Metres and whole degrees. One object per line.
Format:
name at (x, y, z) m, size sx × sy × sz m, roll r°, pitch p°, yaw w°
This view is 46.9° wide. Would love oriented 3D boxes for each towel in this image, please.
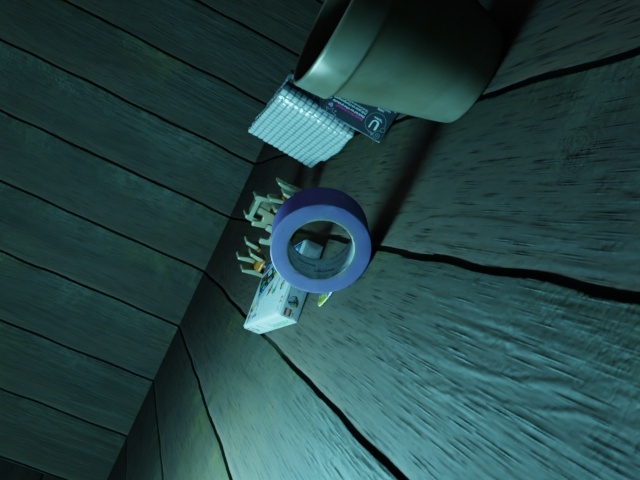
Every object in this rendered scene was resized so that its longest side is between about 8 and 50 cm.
towel at (0.018, 0.096, 1.533) m, size 0.083 × 0.009 × 0.060 m, roll -52°, pitch 18°, yaw 40°
towel at (-0.039, -0.328, 2.015) m, size 0.121 × 0.235 × 0.284 m, roll -66°, pitch 15°, yaw -21°

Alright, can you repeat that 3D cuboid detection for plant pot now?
plant pot at (0.149, -0.350, 1.271) m, size 0.323 × 0.280 × 0.323 m, roll -58°, pitch 15°, yaw 25°

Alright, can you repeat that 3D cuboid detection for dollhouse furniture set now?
dollhouse furniture set at (-0.129, -0.046, 2.148) m, size 0.262 × 0.135 × 0.259 m, roll -60°, pitch 26°, yaw 17°

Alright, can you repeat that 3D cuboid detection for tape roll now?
tape roll at (0.000, 0.000, 1.397) m, size 0.189 × 0.189 × 0.080 m, roll -59°, pitch 15°, yaw 23°

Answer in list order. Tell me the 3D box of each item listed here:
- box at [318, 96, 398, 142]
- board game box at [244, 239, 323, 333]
box at (0.092, -0.353, 1.720) m, size 0.142 × 0.163 × 0.247 m, roll -58°, pitch 15°, yaw 18°
board game box at (-0.097, 0.120, 1.815) m, size 0.305 × 0.053 × 0.192 m, roll -29°, pitch 38°, yaw 66°
